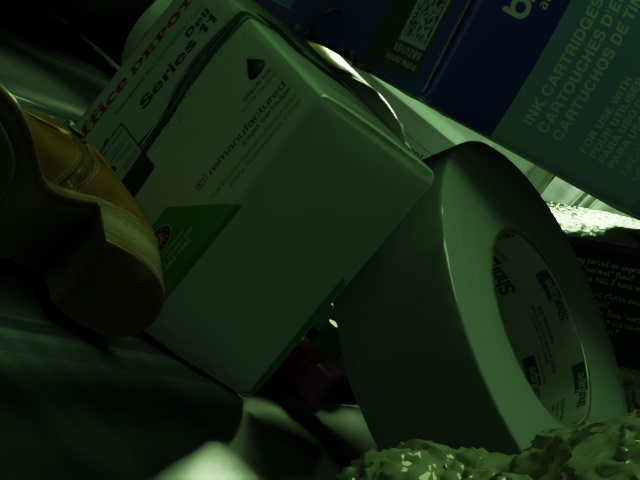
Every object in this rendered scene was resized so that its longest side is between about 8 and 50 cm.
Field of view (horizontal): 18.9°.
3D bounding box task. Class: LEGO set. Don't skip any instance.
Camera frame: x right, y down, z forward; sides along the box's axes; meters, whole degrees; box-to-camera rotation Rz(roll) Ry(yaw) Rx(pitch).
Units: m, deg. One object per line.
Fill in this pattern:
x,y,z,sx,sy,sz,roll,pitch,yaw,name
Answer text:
0.008,0.025,1.172,0.093,0.087,0.227,41,8,8,LEGO set

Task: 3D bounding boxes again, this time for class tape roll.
0.091,0.059,1.058,0.219,0.072,0.219,45,32,-39,tape roll

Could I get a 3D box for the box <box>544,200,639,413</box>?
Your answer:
0.163,0.050,1.332,0.163,0.142,0.247,12,6,6,box

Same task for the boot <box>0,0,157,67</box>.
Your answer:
-0.147,-0.170,1.479,0.246,0.094,0.207,34,4,12,boot

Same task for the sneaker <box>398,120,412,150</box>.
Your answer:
0.050,-0.022,1.490,0.094,0.090,0.235,60,0,12,sneaker

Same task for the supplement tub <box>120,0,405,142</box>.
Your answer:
-0.045,-0.081,1.297,0.144,0.144,0.199,32,12,-38,supplement tub

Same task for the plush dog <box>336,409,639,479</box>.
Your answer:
0.110,0.157,0.697,0.262,0.210,0.225,39,35,8,plush dog

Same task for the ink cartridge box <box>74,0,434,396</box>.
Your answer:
-0.051,-0.038,1.036,0.087,0.153,0.208,34,9,-31,ink cartridge box

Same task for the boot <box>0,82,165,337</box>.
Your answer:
-0.157,-0.044,0.905,0.197,0.073,0.152,48,5,-29,boot

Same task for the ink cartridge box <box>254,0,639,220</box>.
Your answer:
0.139,-0.120,1.156,0.395,0.151,0.270,24,7,-28,ink cartridge box

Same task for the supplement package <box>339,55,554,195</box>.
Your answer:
0.105,-0.105,1.709,0.204,0.145,0.262,40,36,10,supplement package
